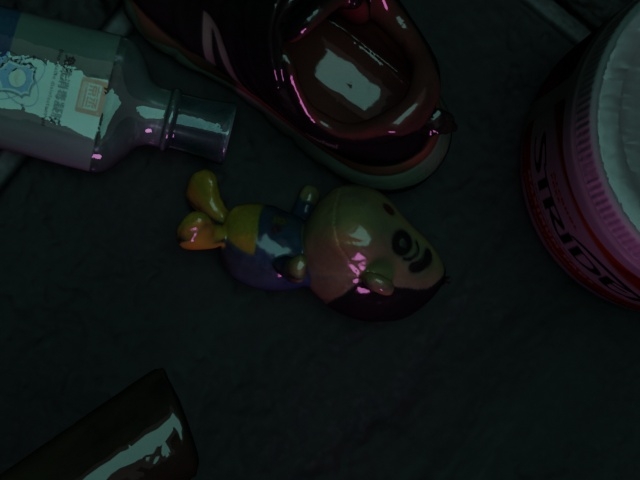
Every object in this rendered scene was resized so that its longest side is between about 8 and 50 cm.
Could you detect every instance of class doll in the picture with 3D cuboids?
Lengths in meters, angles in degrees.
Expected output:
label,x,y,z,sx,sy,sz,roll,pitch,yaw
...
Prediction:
label,x,y,z,sx,sy,sz,roll,pitch,yaw
doll,0.000,0.000,1.089,0.179,0.102,0.089,18,126,-8

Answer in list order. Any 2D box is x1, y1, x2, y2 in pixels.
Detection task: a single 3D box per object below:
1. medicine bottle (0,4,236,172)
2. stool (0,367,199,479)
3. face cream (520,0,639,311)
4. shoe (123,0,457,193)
label,x,y,z,sx,sy,sz,roll,pitch,yaw
medicine bottle,-0.159,-0.093,1.090,0.208,0.054,0.090,14,83,-5
stool,-0.143,0.260,0.926,0.226,0.310,0.310,-19,78,-12
face cream,0.238,-0.057,1.066,0.201,0.187,0.201,1,85,-7
shoe,-0.031,-0.145,1.069,0.291,0.137,0.114,41,81,0
